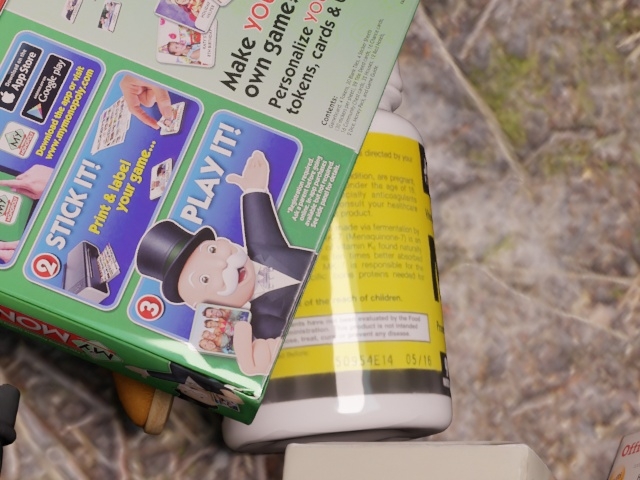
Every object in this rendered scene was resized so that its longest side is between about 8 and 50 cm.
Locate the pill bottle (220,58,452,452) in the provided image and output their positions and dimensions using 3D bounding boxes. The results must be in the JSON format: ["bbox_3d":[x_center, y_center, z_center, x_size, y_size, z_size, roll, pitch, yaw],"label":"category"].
[{"bbox_3d":[0.000,0.000,0.918,0.119,0.119,0.208,-1,78,-19],"label":"pill bottle"}]

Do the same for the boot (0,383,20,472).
[{"bbox_3d":[-0.265,0.145,0.807,0.247,0.094,0.207,16,69,-21],"label":"boot"}]

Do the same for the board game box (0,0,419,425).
[{"bbox_3d":[-0.073,-0.097,0.848,0.214,0.046,0.317,22,66,0],"label":"board game box"}]

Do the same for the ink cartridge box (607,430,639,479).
[{"bbox_3d":[0.202,0.165,0.962,0.090,0.092,0.143,27,69,-10],"label":"ink cartridge box"}]

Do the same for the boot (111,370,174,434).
[{"bbox_3d":[-0.166,-0.050,0.894,0.211,0.104,0.295,4,71,-12],"label":"boot"}]

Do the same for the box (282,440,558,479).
[{"bbox_3d":[0.045,0.259,0.824,0.121,0.148,0.311,-2,69,19],"label":"box"}]
